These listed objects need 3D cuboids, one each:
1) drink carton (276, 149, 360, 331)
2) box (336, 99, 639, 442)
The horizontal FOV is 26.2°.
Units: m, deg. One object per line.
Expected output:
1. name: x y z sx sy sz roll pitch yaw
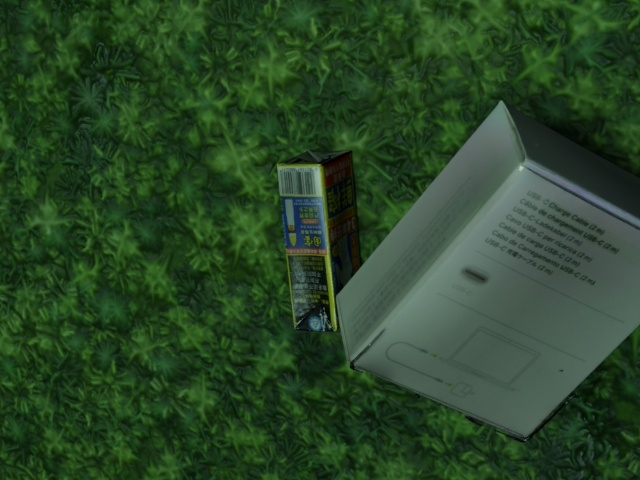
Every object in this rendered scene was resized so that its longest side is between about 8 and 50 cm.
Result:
1. drink carton: 0.000 0.000 1.330 0.056 0.071 0.166 3 105 29
2. box: 0.166 0.035 1.188 0.203 0.106 0.252 25 122 -24
